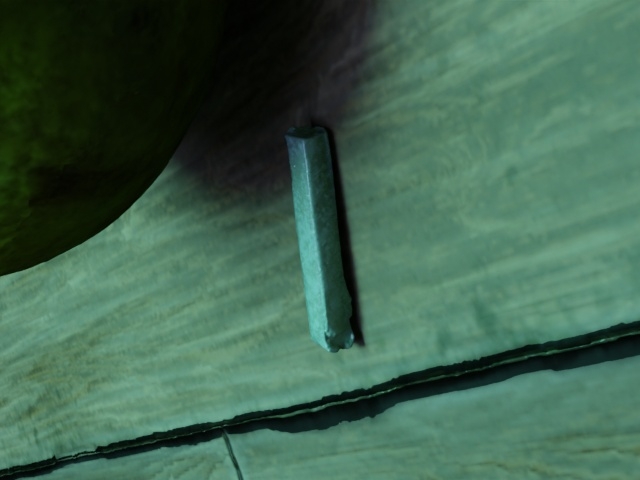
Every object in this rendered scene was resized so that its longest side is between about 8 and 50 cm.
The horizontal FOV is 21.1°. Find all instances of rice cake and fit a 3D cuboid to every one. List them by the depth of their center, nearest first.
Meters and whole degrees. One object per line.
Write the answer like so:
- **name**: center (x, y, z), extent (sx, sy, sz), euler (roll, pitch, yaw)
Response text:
- **rice cake**: center (0.000, 0.000, 0.877), extent (0.022, 0.021, 0.121), euler (28, 129, 58)

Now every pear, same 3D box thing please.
- **pear**: center (-0.225, -0.140, 0.858), extent (0.413, 0.352, 0.352), euler (-17, 92, 39)
